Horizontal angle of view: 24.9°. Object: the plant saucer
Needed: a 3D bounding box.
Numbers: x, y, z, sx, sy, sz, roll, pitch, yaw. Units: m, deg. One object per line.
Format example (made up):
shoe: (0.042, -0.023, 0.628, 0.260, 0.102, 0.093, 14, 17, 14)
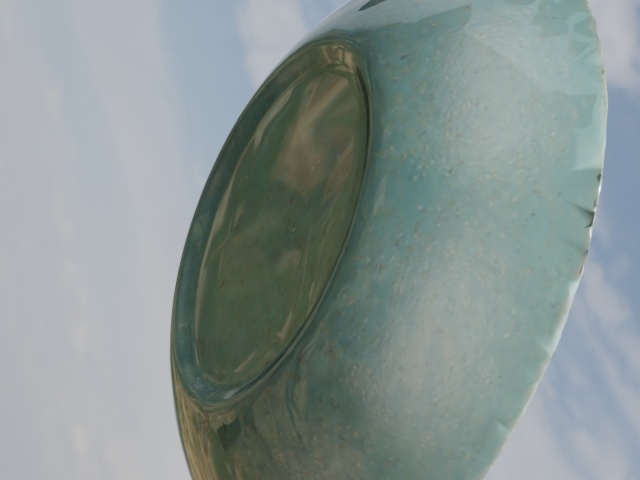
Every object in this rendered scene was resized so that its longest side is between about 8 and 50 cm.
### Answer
plant saucer: (0.000, 0.000, 0.398, 0.195, 0.037, 0.195, -44, -145, 41)
